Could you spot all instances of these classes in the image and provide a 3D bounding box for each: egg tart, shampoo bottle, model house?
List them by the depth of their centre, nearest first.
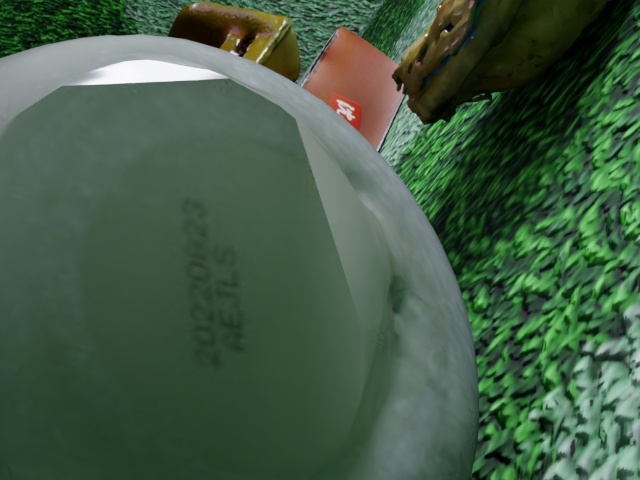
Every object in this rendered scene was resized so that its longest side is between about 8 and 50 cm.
[{"bbox_3d":[-0.100,0.078,0.544,0.317,0.322,0.322,-34,21,45],"label":"shampoo bottle"},{"bbox_3d":[0.160,-0.192,0.862,0.291,0.107,0.291,-57,3,5],"label":"egg tart"},{"bbox_3d":[-0.160,-0.161,1.490,0.239,0.173,0.268,-58,5,-23],"label":"model house"}]

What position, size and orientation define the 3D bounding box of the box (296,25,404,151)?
[{"bbox_3d":[-0.073,-0.028,1.510,0.385,0.122,0.345,-48,11,44],"label":"box"}]
